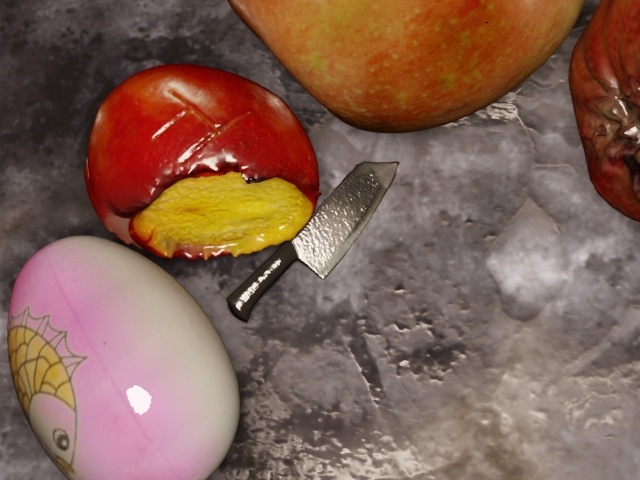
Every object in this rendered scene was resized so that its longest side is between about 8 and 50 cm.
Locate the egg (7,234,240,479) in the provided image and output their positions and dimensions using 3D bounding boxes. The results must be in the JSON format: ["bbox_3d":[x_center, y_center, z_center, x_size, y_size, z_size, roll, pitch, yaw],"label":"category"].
[{"bbox_3d":[-0.188,0.118,1.012,0.196,0.196,0.271,-35,55,-1],"label":"egg"}]

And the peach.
[{"bbox_3d":[-0.111,-0.066,1.048,0.226,0.196,0.189,30,115,16],"label":"peach"}]

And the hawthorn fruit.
[{"bbox_3d":[0.388,-0.136,0.943,0.325,0.308,0.308,-3,75,-5],"label":"hawthorn fruit"}]

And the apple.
[{"bbox_3d":[0.067,-0.244,1.007,0.319,0.319,0.277,46,106,16],"label":"apple"}]

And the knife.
[{"bbox_3d":[0.000,0.000,1.101,0.060,0.028,0.230,42,82,3],"label":"knife"}]
